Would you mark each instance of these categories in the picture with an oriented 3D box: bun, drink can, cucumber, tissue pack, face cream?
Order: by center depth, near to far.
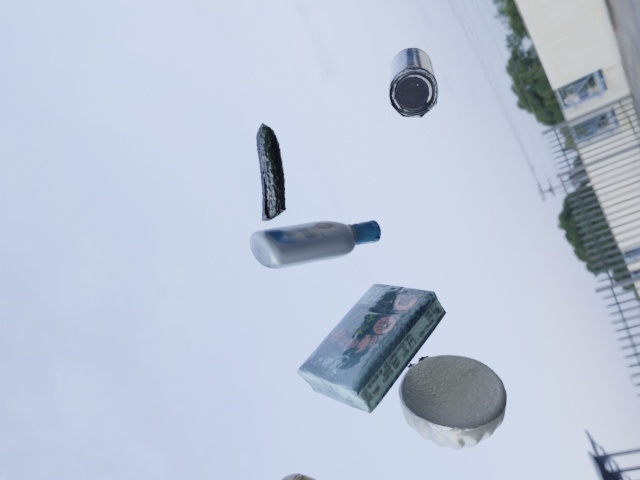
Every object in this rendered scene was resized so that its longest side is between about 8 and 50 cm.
[{"bbox_3d":[0.187,-0.325,1.152,0.097,0.097,0.235,58,-160,-20],"label":"drink can"},{"bbox_3d":[0.120,0.238,1.345,0.315,0.228,0.103,-46,-66,-24],"label":"tissue pack"},{"bbox_3d":[0.325,0.423,1.403,0.263,0.264,0.174,-64,-31,-57],"label":"bun"},{"bbox_3d":[-0.122,-0.172,1.413,0.067,0.067,0.245,-16,-77,-64],"label":"cucumber"},{"bbox_3d":[0.000,0.000,1.439,0.337,0.163,0.080,-10,-67,-26],"label":"face cream"}]

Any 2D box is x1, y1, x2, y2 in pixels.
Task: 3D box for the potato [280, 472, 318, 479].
[{"bbox_3d":[-0.053,0.695,1.519,0.176,0.137,0.137,11,-130,-13],"label":"potato"}]
